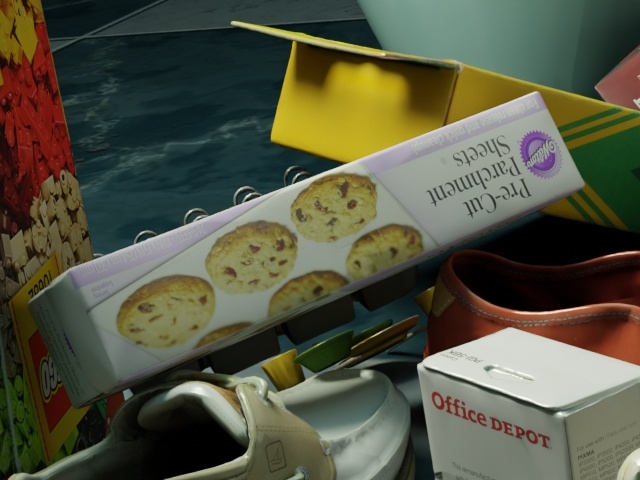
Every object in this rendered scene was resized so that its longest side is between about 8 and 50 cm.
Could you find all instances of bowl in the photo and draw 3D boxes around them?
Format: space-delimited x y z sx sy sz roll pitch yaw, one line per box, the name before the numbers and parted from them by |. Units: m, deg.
bowl | 0.182 -0.198 1.722 0.311 0.163 0.311 -9 17 3

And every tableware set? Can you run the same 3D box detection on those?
tableware set | 0.023 0.057 1.138 0.154 0.024 0.104 -20 -10 -46

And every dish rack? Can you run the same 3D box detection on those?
dish rack | -0.061 0.017 1.268 0.208 0.074 0.271 -23 17 -10

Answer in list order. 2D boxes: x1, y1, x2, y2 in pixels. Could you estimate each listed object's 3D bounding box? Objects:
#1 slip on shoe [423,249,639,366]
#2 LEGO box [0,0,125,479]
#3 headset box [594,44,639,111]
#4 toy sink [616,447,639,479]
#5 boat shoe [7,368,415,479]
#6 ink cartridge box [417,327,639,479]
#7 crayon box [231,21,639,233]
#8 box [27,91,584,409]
slip on shoe | 0.209 0.047 1.036 0.331 0.101 0.123 -1 17 22
LEGO box | -0.392 0.006 1.044 0.500 0.372 0.193 -6 17 12
headset box | 0.353 -0.168 1.444 0.293 0.110 0.218 -39 -1 37
toy sink | 0.234 0.138 0.647 0.234 0.153 0.131 -10 18 -5
boat shoe | -0.046 0.116 0.949 0.113 0.103 0.302 -3 17 31
ink cartridge box | 0.099 0.114 0.822 0.056 0.135 0.099 -20 20 -30
crayon box | 0.111 -0.069 1.281 0.318 0.081 0.202 11 5 -31
box | 0.000 0.000 1.037 0.324 0.067 0.063 -21 -5 -33
